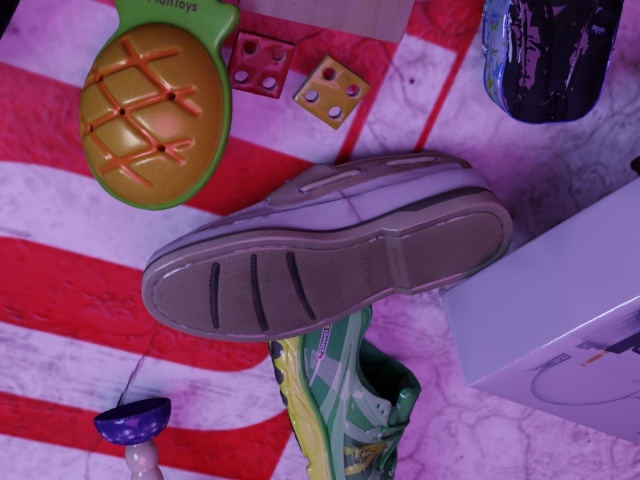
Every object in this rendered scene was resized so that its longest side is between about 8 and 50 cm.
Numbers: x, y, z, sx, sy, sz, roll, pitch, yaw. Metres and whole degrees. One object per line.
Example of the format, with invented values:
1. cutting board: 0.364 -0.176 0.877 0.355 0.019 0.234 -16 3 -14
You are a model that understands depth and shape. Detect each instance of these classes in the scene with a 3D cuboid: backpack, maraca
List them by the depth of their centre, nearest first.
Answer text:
1. maraca: -0.121 -0.115 0.731 0.127 0.099 0.186 15 99 15
2. backpack: 0.181 -0.156 0.786 0.105 0.084 0.114 -1 111 -12

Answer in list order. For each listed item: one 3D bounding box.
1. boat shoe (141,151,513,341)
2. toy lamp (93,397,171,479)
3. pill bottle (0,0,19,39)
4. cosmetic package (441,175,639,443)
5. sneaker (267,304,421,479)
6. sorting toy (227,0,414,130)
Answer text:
1. boat shoe: 0.000 0.000 0.811 0.302 0.103 0.113 -11 130 -9
2. toy lamp: -0.143 0.284 0.874 0.080 0.080 0.275 -13 92 -6
3. pill bottle: -0.320 -0.179 0.641 0.219 0.123 0.123 28 106 -24
4. cosmetic package: 0.335 0.033 0.788 0.377 0.097 0.284 -35 142 31
5. sneaker: 0.041 0.177 0.902 0.123 0.109 0.295 -18 118 1
6. sorting toy: 0.012 -0.222 0.734 0.132 0.046 0.274 8 117 -16
